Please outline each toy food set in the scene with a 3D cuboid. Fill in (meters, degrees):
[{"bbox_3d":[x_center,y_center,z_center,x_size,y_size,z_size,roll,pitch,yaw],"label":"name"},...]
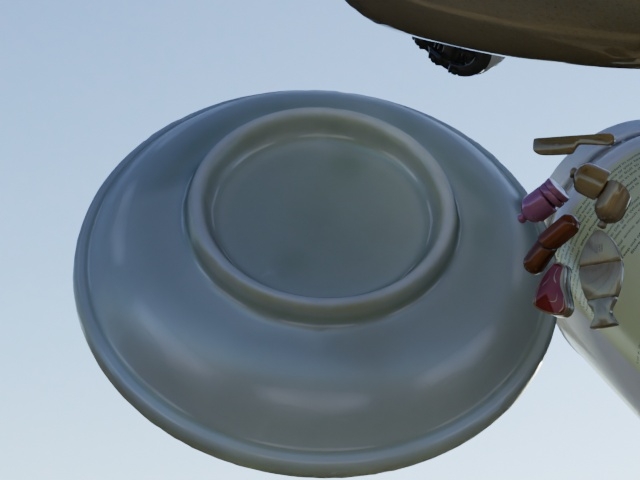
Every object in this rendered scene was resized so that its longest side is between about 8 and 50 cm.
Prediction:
[{"bbox_3d":[0.156,-0.004,1.188,0.078,0.122,0.019,-2,-14,33],"label":"toy food set"}]

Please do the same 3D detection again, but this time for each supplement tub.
[{"bbox_3d":[0.328,0.044,1.600,0.235,0.235,0.325,11,19,-22],"label":"supplement tub"}]

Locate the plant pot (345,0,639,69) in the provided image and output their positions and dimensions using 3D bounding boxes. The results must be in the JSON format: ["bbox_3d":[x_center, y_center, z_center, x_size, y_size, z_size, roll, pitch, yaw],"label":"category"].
[{"bbox_3d":[0.167,-0.198,1.076,0.256,0.256,0.274,18,10,-42],"label":"plant pot"}]

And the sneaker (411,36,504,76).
[{"bbox_3d":[0.085,-0.241,1.448,0.108,0.271,0.100,-19,-24,-29],"label":"sneaker"}]

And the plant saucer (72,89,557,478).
[{"bbox_3d":[0.000,0.000,1.546,0.400,0.400,0.100,5,-40,0],"label":"plant saucer"}]
